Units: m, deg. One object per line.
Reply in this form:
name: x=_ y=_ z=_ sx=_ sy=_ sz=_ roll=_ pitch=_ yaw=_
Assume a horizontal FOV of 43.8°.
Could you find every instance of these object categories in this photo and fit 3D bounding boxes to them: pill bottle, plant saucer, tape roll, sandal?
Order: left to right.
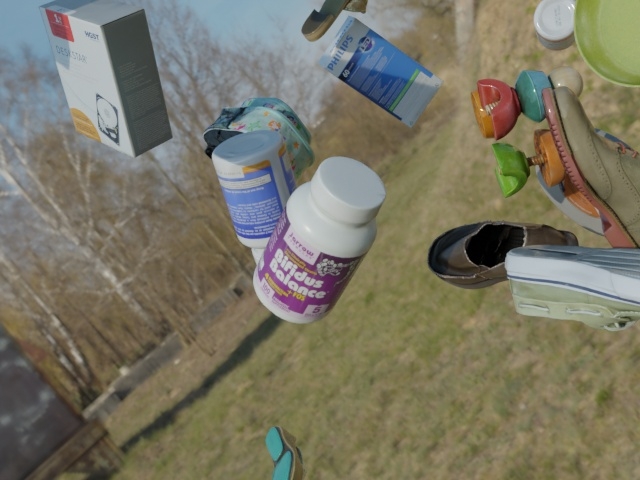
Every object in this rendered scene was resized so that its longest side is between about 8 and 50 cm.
pill bottle: x=-0.117 y=-0.078 z=1.657 sx=0.152 sy=0.272 sz=0.152 roll=-11 pitch=27 yaw=6
pill bottle: x=0.000 y=0.000 z=1.426 sx=0.169 sy=0.169 sz=0.302 roll=-45 pitch=-13 yaw=-47
sandal: x=0.061 y=-0.508 z=1.713 sx=0.240 sy=0.079 sz=0.088 roll=-49 pitch=43 yaw=-2
pill bottle: x=0.468 y=-0.424 z=1.571 sx=0.087 sy=0.087 sz=0.160 roll=-39 pitch=-10 yaw=16
tape roll: x=0.508 y=-0.106 z=1.468 sx=0.072 sy=0.219 sz=0.219 roll=-44 pitch=5 yaw=-14
plant saucer: x=0.436 y=-0.308 z=1.008 sx=0.037 sy=0.241 sz=0.241 roll=11 pitch=-34 yaw=-38

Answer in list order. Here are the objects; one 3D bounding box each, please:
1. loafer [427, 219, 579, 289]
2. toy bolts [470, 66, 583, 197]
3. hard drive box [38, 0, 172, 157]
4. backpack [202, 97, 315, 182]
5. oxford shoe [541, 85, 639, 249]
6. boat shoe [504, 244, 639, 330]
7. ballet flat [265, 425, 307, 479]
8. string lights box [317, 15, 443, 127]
loafer: x=0.318 y=0.009 z=1.523 sx=0.366 sy=0.130 sz=0.134 roll=-10 pitch=61 yaw=58
toy bolts: x=0.354 y=-0.218 z=1.338 sx=0.158 sy=0.218 sz=0.228 roll=-17 pitch=-30 yaw=7
hard drive box: x=-0.356 y=-0.280 z=1.336 sx=0.181 sy=0.232 sz=0.089 roll=24 pitch=45 yaw=37
backpack: x=-0.133 y=-0.232 z=1.941 sx=0.191 sy=0.225 sz=0.253 roll=-49 pitch=31 yaw=-18
oxford shoe: x=0.455 y=-0.111 z=1.217 sx=0.130 sy=0.348 sz=0.123 roll=-28 pitch=27 yaw=25
boat shoe: x=0.363 y=0.064 z=1.006 sx=0.109 sy=0.094 sz=0.302 roll=-16 pitch=13 yaw=-29
ballet flat: x=-0.062 y=0.463 z=1.654 sx=0.080 sy=0.073 sz=0.232 roll=-55 pitch=18 yaw=11
string lights box: x=0.139 y=-0.389 z=1.841 sx=0.133 sy=0.259 sz=0.077 roll=-55 pitch=19 yaw=12
